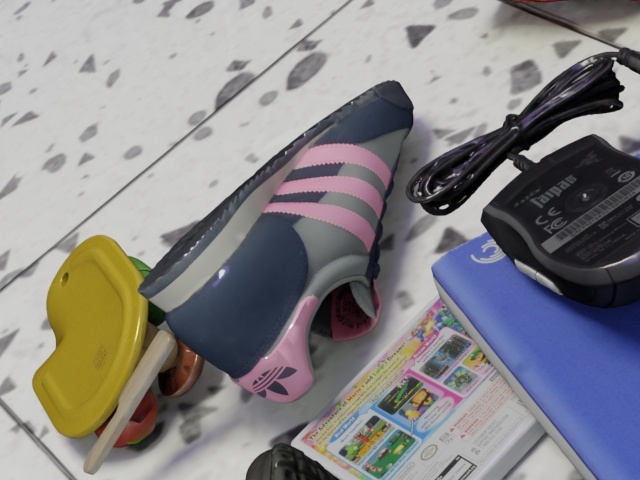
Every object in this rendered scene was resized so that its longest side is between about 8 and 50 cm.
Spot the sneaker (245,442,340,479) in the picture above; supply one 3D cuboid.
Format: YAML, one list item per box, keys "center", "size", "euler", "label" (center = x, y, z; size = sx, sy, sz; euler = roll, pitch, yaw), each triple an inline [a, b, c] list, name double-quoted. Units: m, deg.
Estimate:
- center: [-0.026, 0.234, 0.990]
  size: [0.130, 0.109, 0.286]
  euler: [-33, 37, 24]
  label: "sneaker"

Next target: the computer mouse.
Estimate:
- center: [0.182, -0.036, 1.118]
  size: [0.184, 0.060, 0.262]
  euler: [-36, 25, -11]
  label: "computer mouse"

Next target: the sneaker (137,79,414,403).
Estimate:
- center: [0.000, 0.000, 1.275]
  size: [0.112, 0.131, 0.319]
  euler: [-38, 5, 41]
  label: "sneaker"

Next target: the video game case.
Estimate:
- center: [0.078, 0.103, 1.150]
  size: [0.157, 0.019, 0.143]
  euler: [-44, 38, -15]
  label: "video game case"

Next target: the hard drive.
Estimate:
- center: [0.220, 0.056, 1.060]
  size: [0.210, 0.040, 0.319]
  euler: [-27, 35, -7]
  label: "hard drive"

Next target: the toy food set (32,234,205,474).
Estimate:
- center: [-0.134, 0.083, 1.296]
  size: [0.128, 0.071, 0.218]
  euler: [-62, 30, 11]
  label: "toy food set"
